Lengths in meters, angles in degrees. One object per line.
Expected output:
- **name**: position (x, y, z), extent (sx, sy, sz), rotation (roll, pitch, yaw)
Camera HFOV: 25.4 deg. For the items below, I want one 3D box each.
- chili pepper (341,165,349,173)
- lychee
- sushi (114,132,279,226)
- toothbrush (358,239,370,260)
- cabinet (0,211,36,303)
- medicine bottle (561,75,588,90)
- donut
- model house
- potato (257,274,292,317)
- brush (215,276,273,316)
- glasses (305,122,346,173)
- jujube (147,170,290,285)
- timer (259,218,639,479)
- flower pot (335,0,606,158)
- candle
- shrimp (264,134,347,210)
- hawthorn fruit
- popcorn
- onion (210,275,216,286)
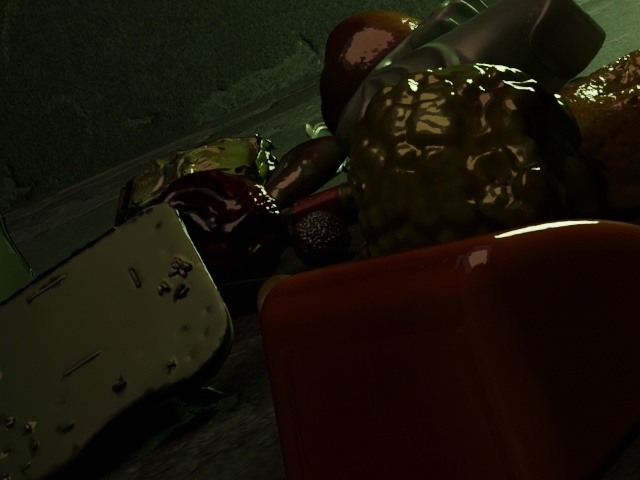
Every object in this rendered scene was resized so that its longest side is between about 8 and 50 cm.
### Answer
- **chili pepper**: position (0.105, -0.097, 1.878), extent (0.191, 0.050, 0.059), rotation (-3, 23, 46)
- **lychee**: position (0.000, 0.000, 1.647), extent (0.083, 0.068, 0.067), rotation (-66, 2, -69)
- **sushi**: position (-0.206, -0.074, 2.274), extent (0.291, 0.131, 0.139), rotation (-14, 37, 17)
- **toothbrush**: position (0.057, 0.009, 1.560), extent (0.023, 0.031, 0.321), rotation (-58, -3, 25)
- **cabinet**: position (-0.558, 0.126, 1.832), extent (0.318, 0.227, 0.290), rotation (-12, 18, 47)
- **medicine bottle**: position (0.296, -0.148, 1.634), extent (0.080, 0.080, 0.130), rotation (-28, 13, -15)
- **donut**: position (0.331, -0.124, 1.386), extent (0.277, 0.108, 0.277), rotation (-25, 11, 5)
- **model house**: position (-0.204, 0.136, 1.374), extent (0.294, 0.154, 0.207), rotation (-33, 55, 2)
- **potato**: position (-0.034, 0.063, 1.436), extent (0.068, 0.062, 0.083), rotation (-1, 32, -27)
- **brush**: position (-0.095, 0.070, 1.595), extent (0.193, 0.043, 0.032), rotation (-10, 37, 47)
- **glasses**: position (0.111, -0.155, 2.161), extent (0.220, 0.088, 0.189), rotation (11, 31, 36)
- **jujube**: position (-0.119, -0.005, 1.690), extent (0.168, 0.168, 0.236), rotation (-30, 16, -23)
- **timer**: position (0.122, 0.071, 0.989), extent (0.250, 0.161, 0.257), rotation (-15, 2, -44)
- **flower pot**: position (0.162, -0.167, 1.640), extent (0.254, 0.164, 0.367), rotation (-50, 14, -4)
- **candle**: position (0.005, -0.039, 1.830), extent (0.130, 0.052, 0.052), rotation (-21, 12, 25)
- **shrimp**: position (-0.041, -0.069, 1.933), extent (0.185, 0.068, 0.287), rotation (-40, 8, 30)
- **hawthorn fruit**: position (0.131, -0.216, 1.975), extent (0.262, 0.210, 0.210), rotation (2, 19, 14)
- **popcorn**: position (0.142, -0.049, 1.258), extent (0.237, 0.206, 0.251), rotation (-15, 18, -28)
- **onion**: position (-0.194, 0.044, 1.551), extent (0.184, 0.184, 0.147), rotation (-9, 63, 53)
